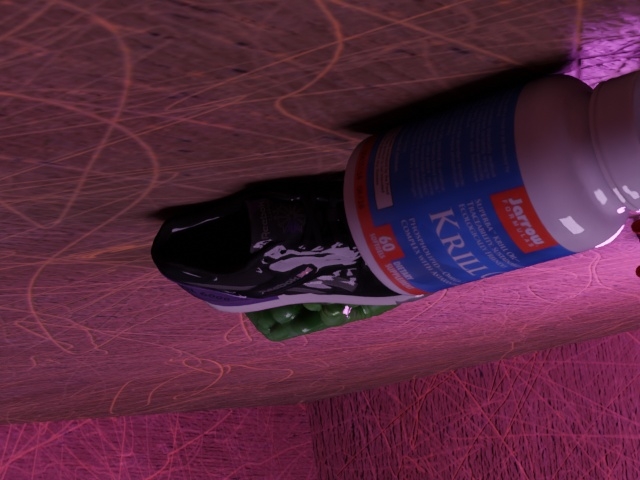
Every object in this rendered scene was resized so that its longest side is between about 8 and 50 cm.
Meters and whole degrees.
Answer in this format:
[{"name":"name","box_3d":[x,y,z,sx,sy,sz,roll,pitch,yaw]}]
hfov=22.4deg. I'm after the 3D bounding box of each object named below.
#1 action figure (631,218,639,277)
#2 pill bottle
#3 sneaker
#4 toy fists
[{"name":"action figure","box_3d":[0.456,0.024,1.957,0.139,0.091,0.280,-3,172,13]},{"name":"pill bottle","box_3d":[0.137,-0.043,1.113,0.221,0.124,0.124,-18,168,35]},{"name":"sneaker","box_3d":[0.000,0.000,1.302,0.283,0.107,0.124,-14,164,19]},{"name":"toy fists","box_3d":[0.018,0.038,1.558,0.142,0.096,0.279,-4,170,-30]}]
